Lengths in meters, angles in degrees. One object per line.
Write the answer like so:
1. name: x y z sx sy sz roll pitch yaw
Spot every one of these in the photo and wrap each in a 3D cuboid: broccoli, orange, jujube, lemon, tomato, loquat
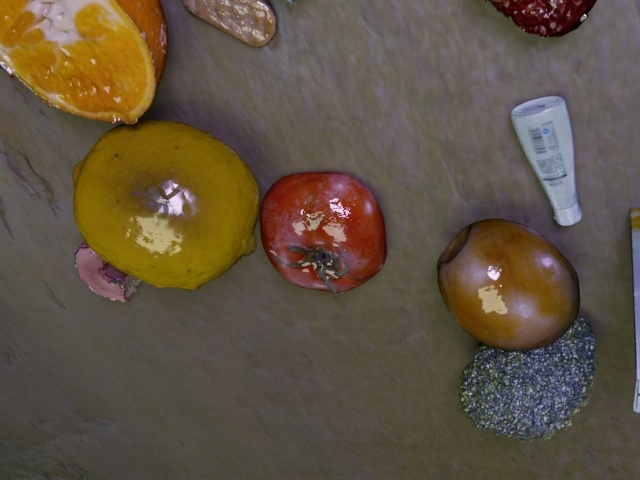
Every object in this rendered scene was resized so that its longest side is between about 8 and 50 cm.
1. broccoli: 0.345 0.219 1.090 0.198 0.226 0.176 38 158 20
2. orange: -0.341 -0.312 0.840 0.274 0.274 0.310 -23 152 36
3. jujube: 0.224 -0.289 0.729 0.166 0.104 0.104 43 132 -19
4. lemon: -0.236 -0.057 1.021 0.284 0.260 0.260 4 131 14
5. tomato: 0.000 0.000 1.082 0.236 0.095 0.237 11 133 12
6. loquat: 0.278 0.070 0.974 0.227 0.179 0.179 36 134 -16

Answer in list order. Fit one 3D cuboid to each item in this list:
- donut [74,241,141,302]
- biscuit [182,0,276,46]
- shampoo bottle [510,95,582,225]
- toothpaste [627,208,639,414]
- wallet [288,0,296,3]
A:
1. donut: -0.434 0.050 1.326 0.117 0.065 0.166 8 131 14
2. biscuit: -0.127 -0.318 0.902 0.147 0.018 0.071 30 136 -4
3. shampoo bottle: 0.316 -0.102 0.896 0.069 0.041 0.191 -14 124 25
4. toothpaste: 0.430 0.077 0.819 0.089 0.313 0.071 2 130 22
5. wallet: -0.014 -0.437 0.718 0.223 0.077 0.309 40 132 -10
